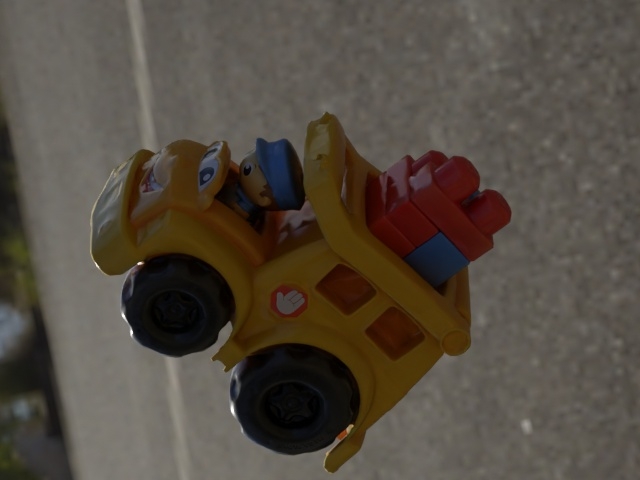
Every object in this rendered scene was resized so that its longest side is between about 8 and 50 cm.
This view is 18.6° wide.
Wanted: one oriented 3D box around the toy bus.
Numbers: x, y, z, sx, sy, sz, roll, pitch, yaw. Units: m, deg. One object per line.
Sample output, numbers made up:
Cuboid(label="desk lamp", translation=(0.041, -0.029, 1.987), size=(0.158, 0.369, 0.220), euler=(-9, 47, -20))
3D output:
Cuboid(label="toy bus", translation=(0.000, 0.000, 1.196), size=(0.220, 0.211, 0.149), euler=(41, -154, -20))
